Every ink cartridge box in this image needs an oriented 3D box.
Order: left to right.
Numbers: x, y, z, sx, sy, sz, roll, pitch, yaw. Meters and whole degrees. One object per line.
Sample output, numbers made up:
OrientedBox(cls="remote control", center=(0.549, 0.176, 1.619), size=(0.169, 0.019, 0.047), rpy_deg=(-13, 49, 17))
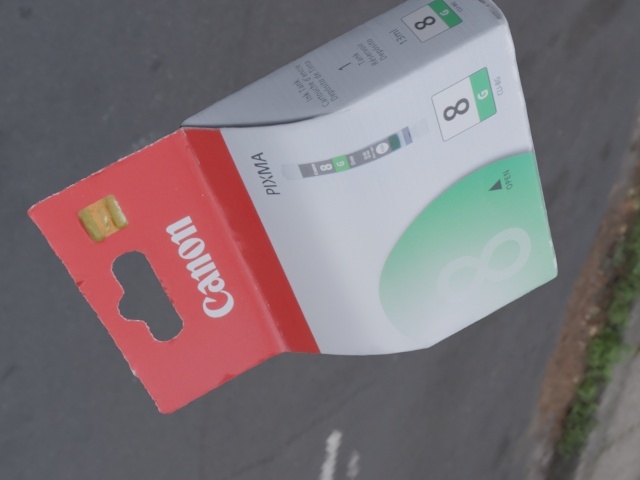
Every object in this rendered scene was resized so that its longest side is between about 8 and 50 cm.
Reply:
OrientedBox(cls="ink cartridge box", center=(0.000, 0.000, 0.608), size=(0.225, 0.056, 0.181), rpy_deg=(-30, 137, -7))
